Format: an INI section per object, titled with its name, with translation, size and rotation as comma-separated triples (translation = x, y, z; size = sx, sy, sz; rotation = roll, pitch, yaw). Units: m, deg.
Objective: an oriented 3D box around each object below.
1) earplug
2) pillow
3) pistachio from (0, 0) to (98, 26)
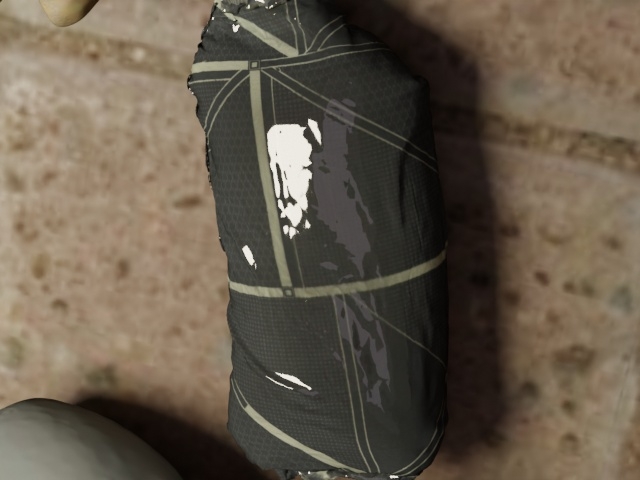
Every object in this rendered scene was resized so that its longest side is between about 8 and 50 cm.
[earplug]
translation = -0.103, 0.207, 1.026
size = 0.326, 0.214, 0.175
rotation = 10, 70, 5
[pillow]
translation = 0.000, 0.000, 1.001
size = 0.162, 0.092, 0.335
rotation = -3, 103, 13
[pistachio]
translation = -0.178, -0.279, 0.893
size = 0.193, 0.214, 0.318
rotation = 12, 124, 13
